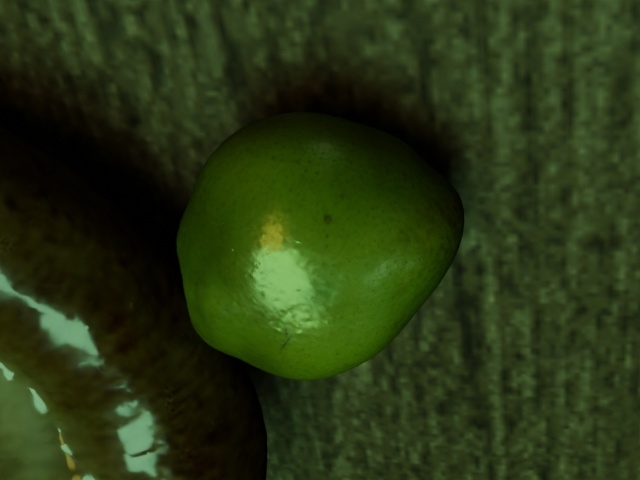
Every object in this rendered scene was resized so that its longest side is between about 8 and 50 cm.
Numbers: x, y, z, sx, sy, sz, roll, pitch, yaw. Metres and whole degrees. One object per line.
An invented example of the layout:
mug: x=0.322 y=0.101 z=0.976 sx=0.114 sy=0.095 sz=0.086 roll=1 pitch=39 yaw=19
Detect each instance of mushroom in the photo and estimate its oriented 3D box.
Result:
mushroom: x=-0.147 y=0.095 z=0.454 sx=0.267 sy=0.254 sz=0.267 roll=-4 pitch=154 yaw=-2

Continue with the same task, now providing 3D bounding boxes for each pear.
pear: x=0.000 y=0.000 z=0.405 sx=0.097 sy=0.092 sz=0.092 roll=-5 pitch=132 yaw=-5
